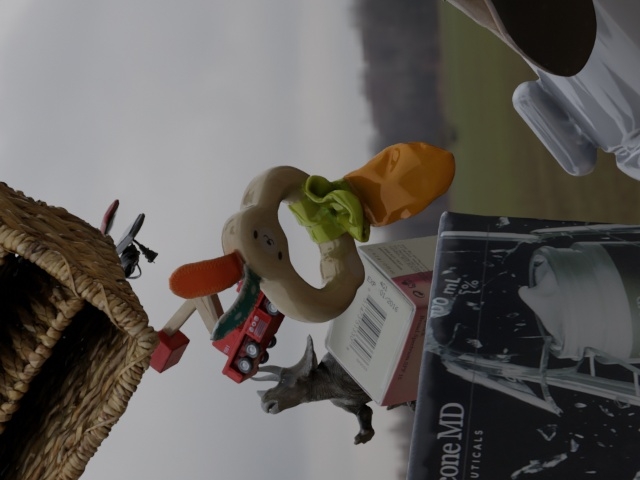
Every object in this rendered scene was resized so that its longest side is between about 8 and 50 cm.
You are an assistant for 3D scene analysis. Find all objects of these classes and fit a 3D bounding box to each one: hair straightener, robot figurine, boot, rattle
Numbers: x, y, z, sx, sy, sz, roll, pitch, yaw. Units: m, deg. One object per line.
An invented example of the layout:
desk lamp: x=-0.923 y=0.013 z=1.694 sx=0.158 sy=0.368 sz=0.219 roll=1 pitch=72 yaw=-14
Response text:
hair straightener: x=-0.274 y=0.022 z=2.548 sx=0.047 sy=0.089 sz=0.230 roll=-65 pitch=3 yaw=-31
robot figurine: x=0.360 y=-0.206 z=2.054 sx=0.353 sy=0.300 sz=0.200 roll=50 pitch=-158 yaw=1
boot: x=0.144 y=-0.259 z=1.716 sx=0.305 sy=0.115 sz=0.112 roll=37 pitch=-109 yaw=-34
rattle: x=0.000 y=0.000 z=1.343 sx=0.200 sy=0.143 sz=0.130 roll=-11 pitch=-84 yaw=-60

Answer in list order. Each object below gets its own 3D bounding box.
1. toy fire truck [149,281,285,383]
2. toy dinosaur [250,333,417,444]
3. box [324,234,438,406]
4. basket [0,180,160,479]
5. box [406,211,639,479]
toy fire truck: x=-0.119 y=0.098 z=2.192 sx=0.047 sy=0.135 sz=0.192 roll=-27 pitch=-33 yaw=-60
toy dinosaur: x=0.070 y=0.178 z=2.446 sx=0.160 sy=0.313 sz=0.121 roll=53 pitch=133 yaw=26
box: x=0.144 y=0.087 z=2.149 sx=0.127 sy=0.232 sz=0.148 roll=46 pitch=131 yaw=39
basket: x=-0.311 y=0.114 z=1.594 sx=0.299 sy=0.213 sz=0.223 roll=-55 pitch=28 yaw=12
box: x=0.319 y=0.234 z=1.649 sx=0.480 sy=0.472 sz=0.297 roll=-79 pitch=-11 yaw=-53
